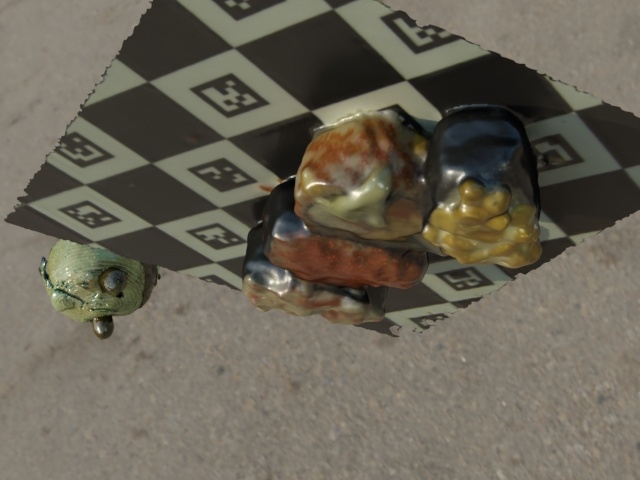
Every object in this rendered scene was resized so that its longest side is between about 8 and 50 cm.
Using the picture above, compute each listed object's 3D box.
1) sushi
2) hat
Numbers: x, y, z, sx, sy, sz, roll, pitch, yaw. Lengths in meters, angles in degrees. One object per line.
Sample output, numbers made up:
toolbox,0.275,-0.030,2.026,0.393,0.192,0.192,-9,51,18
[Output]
sushi,0.000,0.000,0.495,0.290,0.264,0.050,-36,40,56
hat,-0.153,0.030,0.718,0.077,0.076,0.059,-42,44,35
